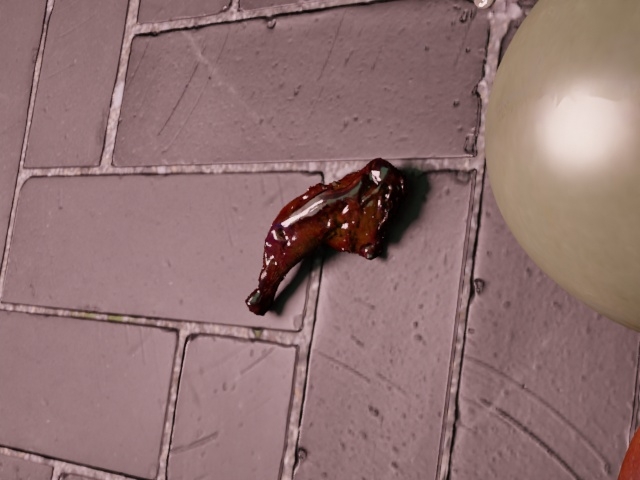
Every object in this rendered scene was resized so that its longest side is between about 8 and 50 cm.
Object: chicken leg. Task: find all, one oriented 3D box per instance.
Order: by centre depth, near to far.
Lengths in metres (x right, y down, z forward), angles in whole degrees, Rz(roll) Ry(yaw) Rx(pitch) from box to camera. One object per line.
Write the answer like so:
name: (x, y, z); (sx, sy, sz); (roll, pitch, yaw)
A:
chicken leg: (-0.001, -0.007, 1.043); (0.205, 0.053, 0.093); (-30, 76, 35)

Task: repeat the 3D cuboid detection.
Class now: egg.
egg: (0.250, -0.072, 0.704); (0.336, 0.278, 0.279); (13, 87, 55)

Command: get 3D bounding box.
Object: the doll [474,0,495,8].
doll: (0.118, -0.410, 0.980); (0.423, 0.161, 0.348); (38, 117, 39)

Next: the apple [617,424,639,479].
apple: (0.285, 0.165, 0.686); (0.201, 0.162, 0.201); (14, 118, 27)
